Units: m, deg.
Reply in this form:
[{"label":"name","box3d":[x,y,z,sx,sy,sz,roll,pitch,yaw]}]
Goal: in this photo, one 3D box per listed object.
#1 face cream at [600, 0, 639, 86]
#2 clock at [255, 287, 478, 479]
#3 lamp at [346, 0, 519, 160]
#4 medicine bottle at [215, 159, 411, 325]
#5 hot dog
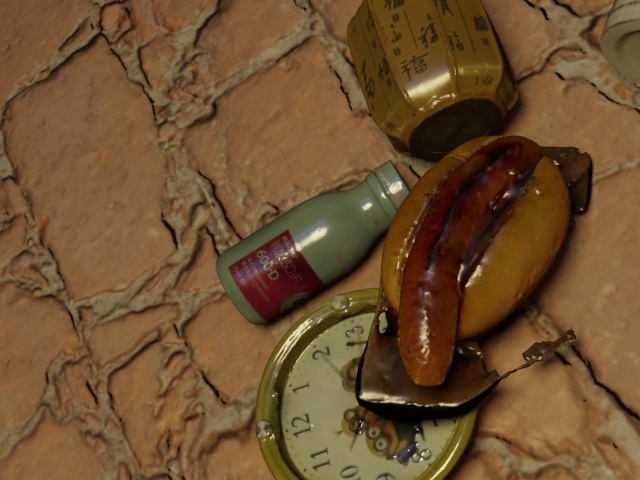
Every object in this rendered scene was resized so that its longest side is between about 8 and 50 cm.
[{"label":"face cream","box3d":[0.410,-0.331,1.063,0.145,0.145,0.369,18,75,30]},{"label":"clock","box3d":[0.048,0.161,1.057,0.237,0.057,0.237,-11,62,20]},{"label":"lamp","box3d":[0.116,-0.188,1.127,0.161,0.161,0.185,-26,61,12]},{"label":"medicine bottle","box3d":[0.000,0.000,1.129,0.217,0.090,0.090,-32,59,7]},{"label":"hot dog","box3d":[0.148,0.009,1.006,0.194,0.107,0.326,7,59,22]}]
